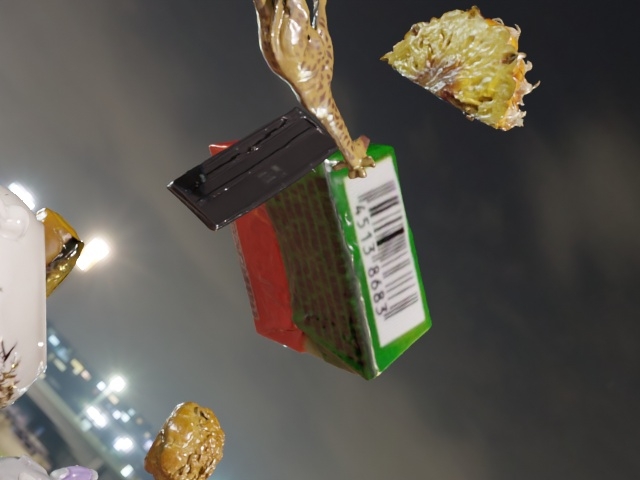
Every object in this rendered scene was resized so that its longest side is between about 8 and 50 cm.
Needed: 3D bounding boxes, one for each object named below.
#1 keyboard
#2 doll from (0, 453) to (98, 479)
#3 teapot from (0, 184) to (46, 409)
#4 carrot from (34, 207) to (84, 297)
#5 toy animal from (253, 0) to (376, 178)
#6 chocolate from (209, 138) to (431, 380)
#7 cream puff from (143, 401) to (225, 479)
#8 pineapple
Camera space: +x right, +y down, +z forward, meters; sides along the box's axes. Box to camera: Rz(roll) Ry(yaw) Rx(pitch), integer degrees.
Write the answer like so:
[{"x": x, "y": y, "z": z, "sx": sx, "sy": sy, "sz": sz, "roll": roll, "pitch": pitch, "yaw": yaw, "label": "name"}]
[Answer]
[{"x": -0.071, "y": -0.086, "z": 1.492, "sx": 0.087, "sy": 0.250, "sz": 0.017, "roll": 43, "pitch": -46, "yaw": 10, "label": "keyboard"}, {"x": -0.362, "y": 0.306, "z": 1.528, "sx": 0.227, "sy": 0.102, "sz": 0.075, "roll": 22, "pitch": 6, "yaw": -42, "label": "doll"}, {"x": -0.319, "y": 0.037, "z": 1.132, "sx": 0.300, "sy": 0.166, "sz": 0.208, "roll": 88, "pitch": 5, "yaw": -47, "label": "teapot"}, {"x": -0.330, "y": 0.044, "z": 1.348, "sx": 0.082, "sy": 0.173, "sz": 0.082, "roll": 44, "pitch": -4, "yaw": 3, "label": "carrot"}, {"x": -0.006, "y": -0.171, "z": 1.215, "sx": 0.054, "sy": 0.149, "sz": 0.275, "roll": -8, "pitch": -68, "yaw": 23, "label": "toy animal"}, {"x": 0.000, "y": 0.000, "z": 1.997, "sx": 0.341, "sy": 0.161, "sz": 0.360, "roll": 15, "pitch": -57, "yaw": 56, "label": "chocolate"}, {"x": -0.205, "y": 0.326, "z": 1.958, "sx": 0.103, "sy": 0.144, "sz": 0.126, "roll": 29, "pitch": -11, "yaw": 12, "label": "cream puff"}, {"x": 0.232, "y": -0.233, "z": 1.750, "sx": 0.164, "sy": 0.140, "sz": 0.250, "roll": 24, "pitch": 10, "yaw": -38, "label": "pineapple"}]
